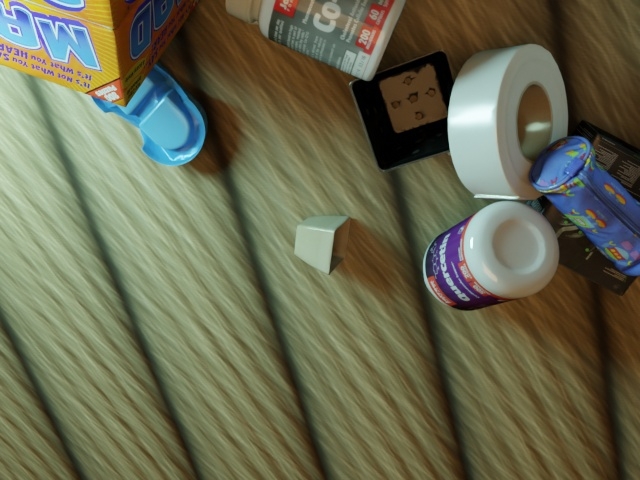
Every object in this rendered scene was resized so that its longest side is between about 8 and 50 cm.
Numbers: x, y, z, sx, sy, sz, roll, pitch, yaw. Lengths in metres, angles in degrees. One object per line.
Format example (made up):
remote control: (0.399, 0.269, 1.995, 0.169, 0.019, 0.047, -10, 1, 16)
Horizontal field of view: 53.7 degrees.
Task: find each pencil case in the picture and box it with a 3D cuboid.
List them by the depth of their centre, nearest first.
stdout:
pencil case: (0.516, -0.055, 1.138, 0.306, 0.133, 0.119, 37, 90, -19)

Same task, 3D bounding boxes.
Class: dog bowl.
dog bowl: (-0.371, -0.302, 1.391, 0.166, 0.074, 0.297, -41, 101, 22)

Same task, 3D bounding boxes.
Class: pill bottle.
pill bottle: (-0.009, -0.404, 1.097, 0.283, 0.161, 0.161, 23, 114, -1)
pill bottle: (0.321, 0.044, 1.273, 0.182, 0.323, 0.181, 3, 77, -11)

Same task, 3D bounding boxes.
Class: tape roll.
tape roll: (0.357, -0.216, 1.182, 0.100, 0.286, 0.286, 6, 118, 43)

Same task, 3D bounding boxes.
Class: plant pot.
plant pot: (0.182, -0.267, 1.258, 0.188, 0.167, 0.187, -16, 108, 15)
plant pot: (0.000, 0.000, 1.437, 0.096, 0.109, 0.109, 14, 114, 17)

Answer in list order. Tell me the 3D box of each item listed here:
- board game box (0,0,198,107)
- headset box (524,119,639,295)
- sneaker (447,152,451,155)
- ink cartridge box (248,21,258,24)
board game box: (-0.435, -0.523, 1.086, 0.356, 0.356, 0.356, 19, 147, 2)
headset box: (0.572, -0.058, 1.295, 0.246, 0.131, 0.283, 27, 114, -2)
sneaker: (0.298, -0.188, 1.332, 0.152, 0.053, 0.061, 4, 115, 7)
ink cartridge box: (-0.015, -0.561, 1.192, 0.223, 0.129, 0.307, 7, 113, 7)
